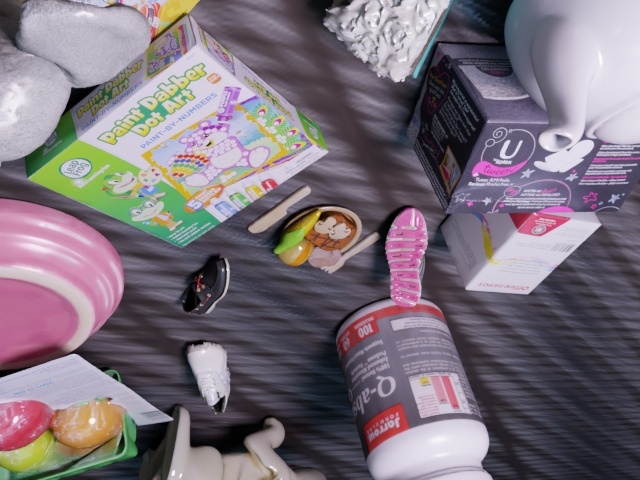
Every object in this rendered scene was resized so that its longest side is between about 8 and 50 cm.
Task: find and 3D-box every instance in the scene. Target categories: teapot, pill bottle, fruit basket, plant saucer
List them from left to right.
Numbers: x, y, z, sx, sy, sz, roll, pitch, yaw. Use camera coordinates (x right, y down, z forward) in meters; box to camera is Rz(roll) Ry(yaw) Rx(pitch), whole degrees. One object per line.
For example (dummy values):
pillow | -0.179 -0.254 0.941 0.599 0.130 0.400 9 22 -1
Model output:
plant saucer | -0.440 0.080 0.943 0.333 0.084 0.332 -10 142 -8
fruit basket | -0.455 0.276 1.110 0.327 0.165 0.353 -18 144 4
pill bottle | 0.164 0.296 1.189 0.211 0.362 0.210 -10 142 -8
teapot | 0.314 -0.176 0.654 0.256 0.186 0.252 -21 171 17

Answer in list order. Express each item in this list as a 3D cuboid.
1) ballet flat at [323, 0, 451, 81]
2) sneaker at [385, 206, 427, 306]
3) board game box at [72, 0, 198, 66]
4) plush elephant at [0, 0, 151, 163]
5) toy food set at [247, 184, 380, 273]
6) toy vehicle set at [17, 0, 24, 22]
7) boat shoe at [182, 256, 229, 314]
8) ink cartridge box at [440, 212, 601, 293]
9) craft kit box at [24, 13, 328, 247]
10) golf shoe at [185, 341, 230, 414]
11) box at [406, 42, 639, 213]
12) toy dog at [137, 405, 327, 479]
ballet flat | 0.119 -0.318 0.599 0.147 0.146 0.408 8 136 -27
sneaker | 0.134 0.017 1.081 0.063 0.074 0.170 1 120 7
board game box | -0.177 -0.245 0.664 0.154 0.026 0.104 -38 137 27
plush elephant | -0.287 -0.162 0.500 0.272 0.329 0.255 -29 159 7
toy food set | 0.000 0.000 1.025 0.132 0.038 0.192 -36 138 25
toy vehicle set | -0.349 -0.272 0.564 0.267 0.035 0.166 16 133 -34
boat shoe | -0.174 0.071 1.048 0.042 0.048 0.133 1 145 -32
ink cartridge box | 0.288 -0.021 1.022 0.128 0.127 0.176 7 137 -27
craft kit box | -0.158 -0.107 0.803 0.250 0.060 0.247 -32 144 20
golf shoe | -0.193 0.249 1.238 0.069 0.086 0.176 -13 141 0
box | 0.256 -0.137 0.837 0.248 0.163 0.142 -1 137 -18
toy dog | -0.140 0.548 1.402 0.408 0.395 0.284 15 125 -22
